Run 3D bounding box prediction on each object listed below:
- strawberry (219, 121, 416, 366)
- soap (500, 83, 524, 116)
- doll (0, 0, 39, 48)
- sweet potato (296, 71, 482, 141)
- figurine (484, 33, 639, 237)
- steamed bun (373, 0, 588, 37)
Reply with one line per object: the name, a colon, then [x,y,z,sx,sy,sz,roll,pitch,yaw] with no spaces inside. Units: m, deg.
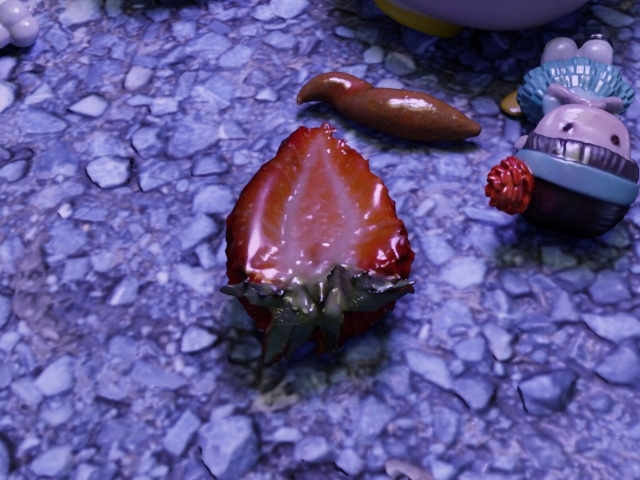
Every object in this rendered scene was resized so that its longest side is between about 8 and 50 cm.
strawberry: [-0.016,-0.001,0.818,0.174,0.098,0.228,-16,49,-8]
soap: [0.232,-0.162,0.979,0.089,0.012,0.034,-38,59,-23]
doll: [-0.408,-0.238,1.059,0.162,0.062,0.106,-38,63,-25]
sweet potato: [0.071,-0.140,0.947,0.202,0.058,0.055,19,76,18]
figurine: [0.238,-0.106,0.879,0.137,0.110,0.246,6,47,11]
steamed bun: [0.176,-0.394,0.982,0.333,0.334,0.374,-33,55,-20]
